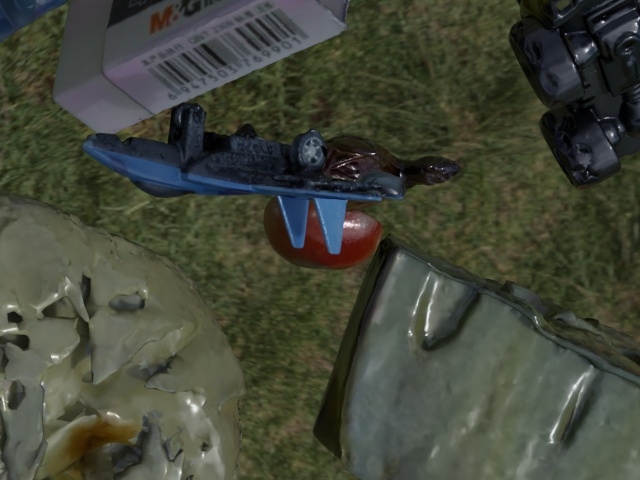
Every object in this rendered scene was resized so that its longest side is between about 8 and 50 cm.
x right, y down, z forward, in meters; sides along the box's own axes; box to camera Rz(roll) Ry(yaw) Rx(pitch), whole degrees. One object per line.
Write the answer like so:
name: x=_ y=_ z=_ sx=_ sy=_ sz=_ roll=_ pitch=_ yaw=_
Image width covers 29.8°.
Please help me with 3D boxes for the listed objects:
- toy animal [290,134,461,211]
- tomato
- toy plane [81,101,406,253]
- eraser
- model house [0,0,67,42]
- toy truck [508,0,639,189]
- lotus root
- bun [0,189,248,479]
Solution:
toy animal: x=0.044 y=-0.071 z=1.245 sx=0.188 sy=0.179 sz=0.089 roll=0 pitch=88 yaw=-67
tomato: x=0.000 y=0.000 z=1.474 sx=0.156 sy=0.155 sz=0.069 roll=20 pitch=74 yaw=-22
toy plane: x=-0.060 y=-0.052 z=0.834 sx=0.246 sy=0.169 sz=0.078 roll=20 pitch=83 yaw=-44
eraser: x=-0.108 y=-0.200 z=1.065 sx=0.086 sy=0.287 sz=0.130 roll=40 pitch=42 yaw=-41
model house: x=-0.390 y=-0.240 z=0.722 sx=0.445 sy=0.400 sz=0.395 roll=-37 pitch=115 yaw=-22
toy truck: x=0.216 y=-0.161 z=0.933 sx=0.147 sy=0.165 sz=0.224 roll=-29 pitch=144 yaw=9
lotus root: x=0.114 y=0.097 z=0.603 sx=0.235 sy=0.138 sz=0.119 roll=30 pitch=99 yaw=11
bun: x=-0.143 y=0.103 z=0.572 sx=0.259 sy=0.152 sz=0.259 roll=-14 pitch=110 yaw=-42
